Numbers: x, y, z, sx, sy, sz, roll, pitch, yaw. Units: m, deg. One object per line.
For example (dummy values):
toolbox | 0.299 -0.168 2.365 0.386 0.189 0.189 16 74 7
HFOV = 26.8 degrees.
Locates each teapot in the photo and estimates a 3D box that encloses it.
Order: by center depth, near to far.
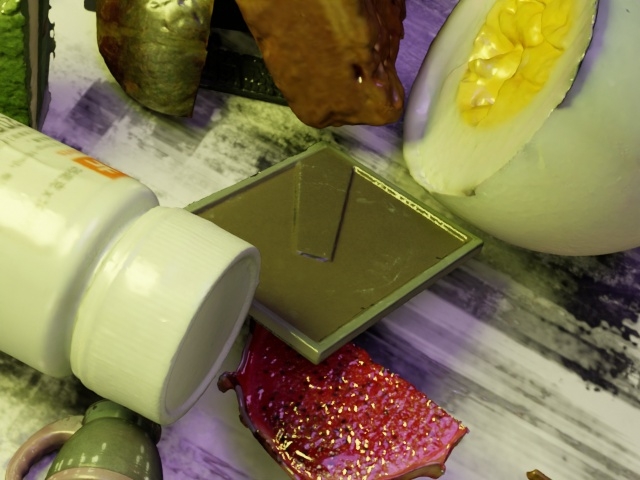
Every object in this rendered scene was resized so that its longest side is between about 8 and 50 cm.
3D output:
teapot | -0.215 0.227 1.295 0.116 0.148 0.146 52 28 -30

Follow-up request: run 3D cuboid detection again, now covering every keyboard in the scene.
keyboard | -0.064 -0.205 1.694 0.231 0.023 0.072 10 51 -15

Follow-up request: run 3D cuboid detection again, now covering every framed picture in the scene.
framed picture | 0.000 0.000 1.492 0.247 0.022 0.335 34 36 21

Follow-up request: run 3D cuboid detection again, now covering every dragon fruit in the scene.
dragon fruit | 0.000 0.196 1.386 0.274 0.126 0.161 34 59 20

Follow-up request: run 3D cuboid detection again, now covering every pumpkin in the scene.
pumpkin | -0.193 -0.319 1.615 0.148 0.169 0.312 5 54 -9

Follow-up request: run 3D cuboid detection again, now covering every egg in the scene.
egg | 0.326 -0.140 1.618 0.339 0.354 0.354 26 49 -26

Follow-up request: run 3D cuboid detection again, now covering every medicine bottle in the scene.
medicine bottle | -0.263 0.013 1.302 0.371 0.211 0.211 26 50 11

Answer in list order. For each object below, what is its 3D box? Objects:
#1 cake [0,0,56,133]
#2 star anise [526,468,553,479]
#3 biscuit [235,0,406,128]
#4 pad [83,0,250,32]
cake | -0.373 -0.210 1.413 0.172 0.284 0.158 8 52 -8
star anise | 0.273 0.321 1.403 0.212 0.111 0.196 0 51 -19
biscuit | -0.009 -0.364 1.618 0.166 0.343 0.395 -14 41 17
pad | -0.177 -0.339 1.751 0.265 0.009 0.160 6 56 -17
